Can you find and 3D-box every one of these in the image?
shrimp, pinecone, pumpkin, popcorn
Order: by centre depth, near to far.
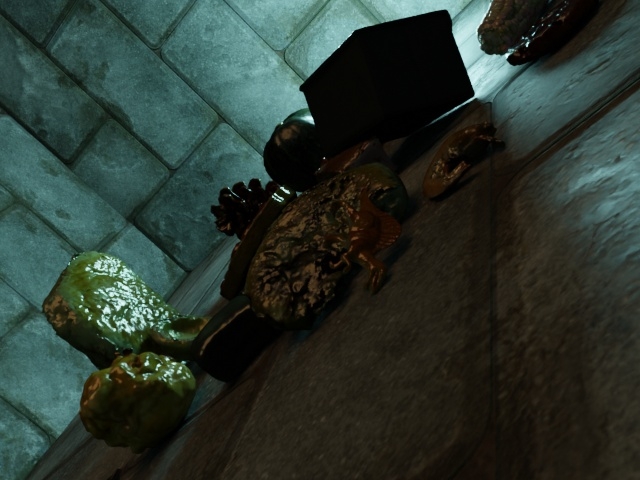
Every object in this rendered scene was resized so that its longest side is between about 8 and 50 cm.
[{"bbox_3d":[0.227,-0.126,1.054,0.187,0.052,0.132,-40,30,59],"label":"shrimp"},{"bbox_3d":[-0.359,0.314,1.311,0.190,0.191,0.253,-27,9,23],"label":"popcorn"},{"bbox_3d":[-0.052,-0.268,2.086,0.293,0.263,0.197,-32,16,37],"label":"pumpkin"},{"bbox_3d":[-0.234,-0.100,2.199,0.244,0.244,0.309,-41,-28,28],"label":"pinecone"}]

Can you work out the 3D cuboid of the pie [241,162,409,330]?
[{"bbox_3d":[0.000,0.000,1.177,0.297,0.078,0.371,8,56,54],"label":"pie"}]

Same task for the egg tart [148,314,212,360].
[{"bbox_3d":[-0.316,0.234,1.548,0.197,0.197,0.078,-129,41,-80],"label":"egg tart"}]

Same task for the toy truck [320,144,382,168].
[{"bbox_3d":[0.083,-0.247,1.909,0.114,0.107,0.252,-37,12,47],"label":"toy truck"}]

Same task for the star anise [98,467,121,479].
[{"bbox_3d":[-0.401,0.477,1.187,0.129,0.056,0.124,-65,17,-14],"label":"star anise"}]

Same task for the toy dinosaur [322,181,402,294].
[{"bbox_3d":[0.074,-0.021,1.022,0.142,0.057,0.212,13,61,35],"label":"toy dinosaur"}]

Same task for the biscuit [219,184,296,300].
[{"bbox_3d":[-0.186,0.005,1.916,0.381,0.074,0.359,-56,-5,-6],"label":"biscuit"}]

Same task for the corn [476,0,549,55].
[{"bbox_3d":[0.458,-0.540,1.524,0.127,0.127,0.335,-33,20,53],"label":"corn"}]

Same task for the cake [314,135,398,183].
[{"bbox_3d":[0.065,-0.147,1.563,0.112,0.116,0.295,-49,11,-20],"label":"cake"}]

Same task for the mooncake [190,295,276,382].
[{"bbox_3d":[-0.162,0.185,1.236,0.175,0.104,0.168,-39,9,26],"label":"mooncake"}]

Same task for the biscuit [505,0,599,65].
[{"bbox_3d":[0.439,-0.402,1.238,0.192,0.049,0.192,-38,12,9],"label":"biscuit"}]

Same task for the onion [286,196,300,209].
[{"bbox_3d":[-0.054,-0.075,1.838,0.107,0.097,0.107,-165,90,-80],"label":"onion"}]

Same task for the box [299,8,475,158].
[{"bbox_3d":[0.144,-0.355,1.533,0.251,0.204,0.345,-19,-1,-22],"label":"box"}]

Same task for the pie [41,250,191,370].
[{"bbox_3d":[-0.514,0.214,1.650,0.180,0.418,0.395,-45,9,12],"label":"pie"}]
